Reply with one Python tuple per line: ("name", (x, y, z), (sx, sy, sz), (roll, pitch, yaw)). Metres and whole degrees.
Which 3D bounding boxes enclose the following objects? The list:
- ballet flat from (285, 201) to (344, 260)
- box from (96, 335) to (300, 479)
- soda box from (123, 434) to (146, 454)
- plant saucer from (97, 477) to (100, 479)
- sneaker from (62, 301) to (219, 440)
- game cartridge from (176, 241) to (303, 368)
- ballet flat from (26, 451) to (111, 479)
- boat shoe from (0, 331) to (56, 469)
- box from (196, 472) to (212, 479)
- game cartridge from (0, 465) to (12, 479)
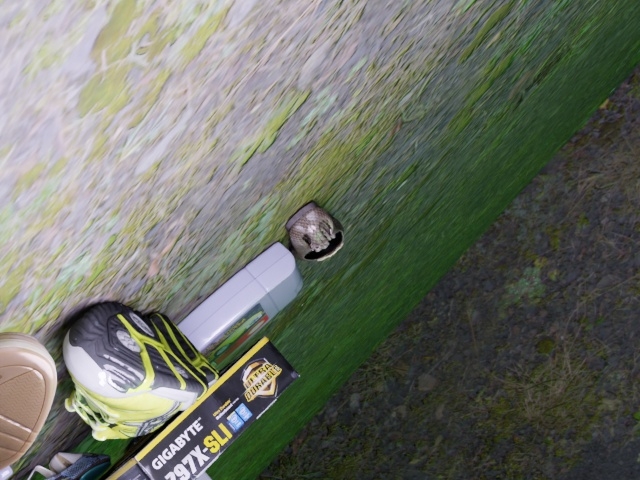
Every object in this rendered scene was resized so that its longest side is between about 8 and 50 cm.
("ballet flat", (0.000, 0.000, 1.908), (0.084, 0.058, 0.250), (-42, 170, -3))
("box", (-0.192, 0.276, 1.817), (0.257, 0.079, 0.322), (-40, 179, -36))
("soda box", (-0.246, 0.326, 2.297), (0.169, 0.060, 0.053), (-31, 163, -46))
("plant saucer", (-0.369, 0.410, 2.308), (0.083, 0.013, 0.083), (-41, 169, -10))
("sneaker", (-0.215, 0.168, 1.545), (0.147, 0.145, 0.384), (-44, 168, -1))
("game cartridge", (-0.145, 0.126, 1.897), (0.294, 0.060, 0.196), (-42, 166, -4))
("ballet flat", (-0.355, 0.323, 1.870), (0.070, 0.070, 0.188), (-48, 173, 26))
("boat shoe", (-0.335, 0.170, 1.265), (0.302, 0.109, 0.098), (-50, -153, 33))
("box", (-0.346, 0.581, 2.651), (0.215, 0.168, 0.345), (-34, 166, -42))
("game cartridge", (-0.467, 0.351, 1.587), (0.230, 0.068, 0.355), (-42, 171, -29))
